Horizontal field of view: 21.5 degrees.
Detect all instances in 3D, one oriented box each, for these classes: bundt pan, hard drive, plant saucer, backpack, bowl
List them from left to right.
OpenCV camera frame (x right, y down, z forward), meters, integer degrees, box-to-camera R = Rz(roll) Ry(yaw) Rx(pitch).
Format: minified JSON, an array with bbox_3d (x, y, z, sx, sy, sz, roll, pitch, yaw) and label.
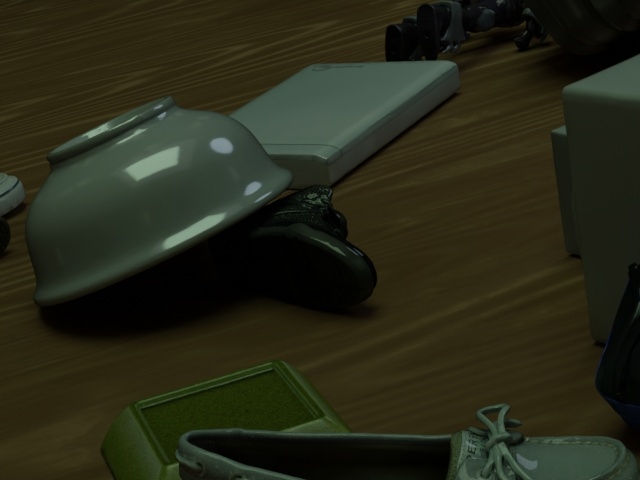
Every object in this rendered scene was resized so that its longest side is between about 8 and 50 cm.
[{"bbox_3d":[-0.185,-0.059,1.715,0.298,0.134,0.298,-24,10,4],"label":"bowl"},{"bbox_3d":[-0.072,0.153,1.333,0.188,0.045,0.188,-16,21,-14],"label":"plant saucer"},{"bbox_3d":[-0.004,-0.149,2.106,0.233,0.047,0.353,2,23,31],"label":"hard drive"},{"bbox_3d":[0.425,-0.344,2.171,0.331,0.124,0.331,-29,-2,-1],"label":"bundt pan"},{"bbox_3d":[0.269,0.091,1.252,0.098,0.101,0.120,4,57,44],"label":"backpack"}]

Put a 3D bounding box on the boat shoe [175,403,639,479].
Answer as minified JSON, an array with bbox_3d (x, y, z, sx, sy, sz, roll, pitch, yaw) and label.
[{"bbox_3d":[0.060,0.167,1.143,0.320,0.103,0.118,-5,21,15],"label":"boat shoe"}]

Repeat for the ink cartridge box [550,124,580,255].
[{"bbox_3d":[0.328,-0.063,1.585,0.176,0.127,0.128,-23,23,-29],"label":"ink cartridge box"}]

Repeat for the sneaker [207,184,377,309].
[{"bbox_3d":[0.000,0.000,1.645,0.130,0.087,0.227,-30,22,-29],"label":"sneaker"}]

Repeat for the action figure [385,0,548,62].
[{"bbox_3d":[0.217,-0.308,2.358,0.285,0.099,0.185,-23,16,-39],"label":"action figure"}]

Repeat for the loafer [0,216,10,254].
[{"bbox_3d":[-0.413,0.009,1.877,0.148,0.056,0.050,-27,32,-37],"label":"loafer"}]

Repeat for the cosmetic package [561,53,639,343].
[{"bbox_3d":[0.414,-0.013,1.265,0.161,0.230,0.453,-26,26,-38],"label":"cosmetic package"}]

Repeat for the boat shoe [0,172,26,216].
[{"bbox_3d":[-0.482,-0.046,2.017,0.258,0.084,0.095,-20,22,-23],"label":"boat shoe"}]
